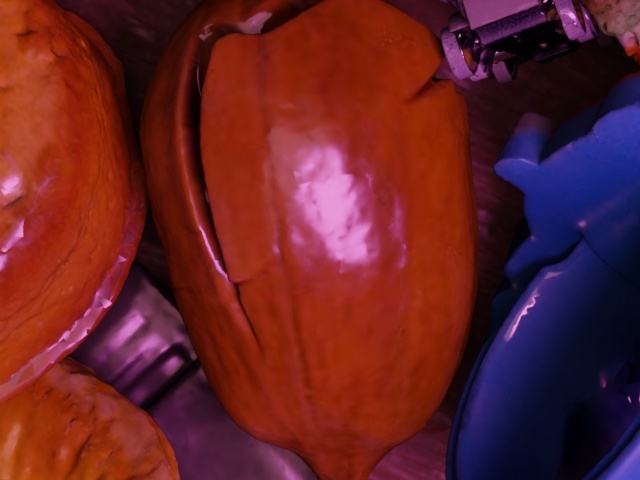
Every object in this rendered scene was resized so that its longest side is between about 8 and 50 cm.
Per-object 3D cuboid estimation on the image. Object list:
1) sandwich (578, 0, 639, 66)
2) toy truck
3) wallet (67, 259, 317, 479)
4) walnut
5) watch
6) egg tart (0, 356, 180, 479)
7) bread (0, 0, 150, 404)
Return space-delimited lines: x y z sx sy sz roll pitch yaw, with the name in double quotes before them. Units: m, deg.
"sandwich" 0.224 -0.168 0.982 0.109 0.292 0.212 -23 134 22
"toy truck" 0.118 -0.150 0.993 0.083 0.192 0.092 -19 88 17
"wallet" -0.164 0.144 1.106 0.247 0.041 0.323 -44 87 6
"walnut" 0.000 0.000 1.013 0.209 0.209 0.336 -6 103 3
"watch" 0.169 0.089 0.943 0.241 0.274 0.305 30 139 -14
"egg tart" -0.221 0.205 0.998 0.319 0.319 0.128 -4 135 3
"bread" -0.254 -0.048 1.002 0.312 0.172 0.312 -1 72 2
